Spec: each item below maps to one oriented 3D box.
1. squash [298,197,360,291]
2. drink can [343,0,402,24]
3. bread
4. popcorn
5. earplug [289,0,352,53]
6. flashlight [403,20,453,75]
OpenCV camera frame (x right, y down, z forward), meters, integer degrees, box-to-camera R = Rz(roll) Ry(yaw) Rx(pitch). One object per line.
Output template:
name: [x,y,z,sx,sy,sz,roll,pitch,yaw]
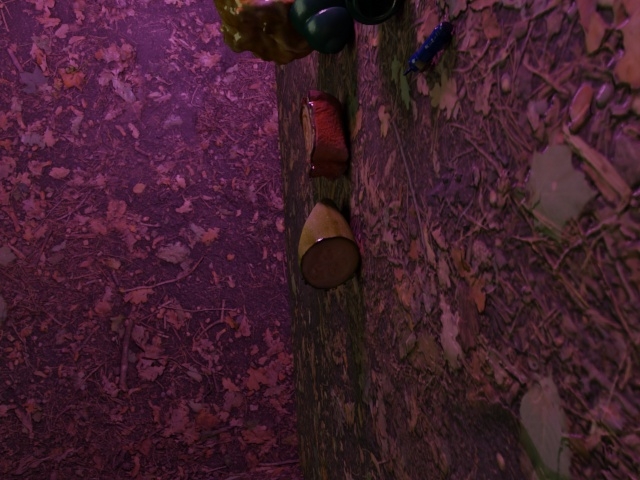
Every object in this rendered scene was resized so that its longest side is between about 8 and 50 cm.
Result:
squash: [0.000,0.000,1.427,0.260,0.189,0.189,-118,26,-54]
drink can: [0.088,-0.526,0.995,0.118,0.118,0.204,98,163,-45]
bread: [0.011,-0.291,1.446,0.190,0.123,0.244,133,133,-77]
popcorn: [-0.146,-0.741,1.502,0.354,0.344,0.389,-25,-72,-71]
earplug: [0.027,-0.632,1.285,0.257,0.164,0.280,-23,80,41]
flashlight: [0.180,-0.310,0.811,0.035,0.057,0.121,51,158,0]
